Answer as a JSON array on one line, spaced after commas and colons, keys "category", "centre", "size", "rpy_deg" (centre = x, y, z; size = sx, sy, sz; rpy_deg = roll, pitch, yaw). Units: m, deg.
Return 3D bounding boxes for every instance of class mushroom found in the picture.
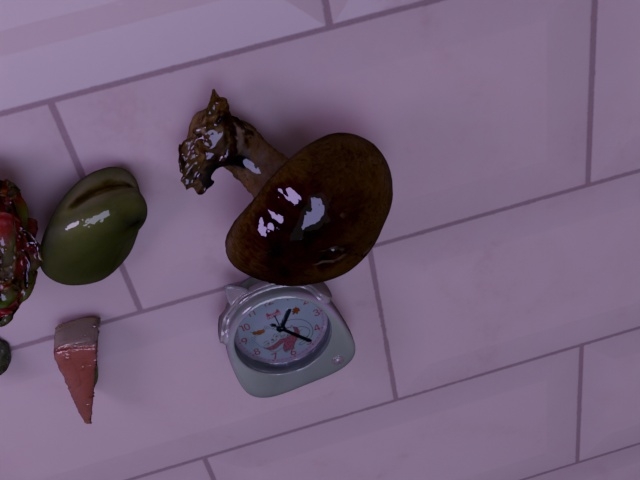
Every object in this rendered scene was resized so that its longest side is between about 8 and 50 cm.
[{"category": "mushroom", "centre": [-0.063, -0.075, 1.461], "size": [0.334, 0.356, 0.331], "rpy_deg": [-18, 133, -57]}]

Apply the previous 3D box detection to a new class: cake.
[{"category": "cake", "centre": [-0.504, 0.267, 1.632], "size": [0.090, 0.109, 0.225], "rpy_deg": [1, 124, -16]}]

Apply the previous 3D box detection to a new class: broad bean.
[{"category": "broad bean", "centre": [-0.415, -0.008, 1.443], "size": [0.189, 0.121, 0.263], "rpy_deg": [-7, 136, -47]}]

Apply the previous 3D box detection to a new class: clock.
[{"category": "clock", "centre": [-0.084, 0.178, 1.685], "size": [0.265, 0.109, 0.324], "rpy_deg": [-20, 127, 1]}]

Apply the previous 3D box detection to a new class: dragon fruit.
[{"category": "dragon fruit", "centre": [-0.600, 0.021, 1.352], "size": [0.231, 0.237, 0.303], "rpy_deg": [21, 96, -25]}]

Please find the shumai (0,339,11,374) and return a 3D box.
[{"category": "shumai", "centre": [-0.685, 0.248, 1.583], "size": [0.099, 0.087, 0.124], "rpy_deg": [-36, 125, 13]}]
